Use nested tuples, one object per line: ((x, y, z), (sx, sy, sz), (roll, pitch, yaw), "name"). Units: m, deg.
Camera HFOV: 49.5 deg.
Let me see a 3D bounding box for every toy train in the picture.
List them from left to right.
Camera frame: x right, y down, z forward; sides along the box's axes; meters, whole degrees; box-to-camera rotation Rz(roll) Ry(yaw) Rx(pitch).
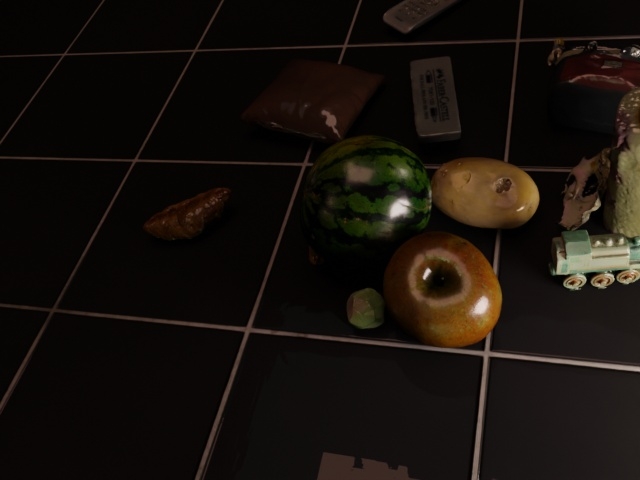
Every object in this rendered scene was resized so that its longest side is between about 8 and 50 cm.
((0.547, 0.033, 1.354), (0.193, 0.125, 0.081), (-6, 53, 11), "toy train")

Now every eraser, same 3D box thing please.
((0.292, -0.366, 1.788), (0.111, 0.077, 0.353), (-7, 49, 10), "eraser")

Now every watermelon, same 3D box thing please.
((0.095, -0.083, 1.464), (0.284, 0.285, 0.285), (-7, 49, 9), "watermelon")

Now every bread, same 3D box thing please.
((-0.313, -0.054, 1.687), (0.232, 0.076, 0.105), (-25, 37, 2), "bread")
((0.651, -0.132, 1.328), (0.187, 0.338, 0.155), (18, 64, 27), "bread")

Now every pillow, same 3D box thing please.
((-0.014, -0.386, 1.869), (0.307, 0.108, 0.305), (17, 52, 23), "pillow")

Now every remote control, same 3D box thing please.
((0.333, -0.704, 2.084), (0.313, 0.055, 0.109), (-35, 57, -21), "remote control")

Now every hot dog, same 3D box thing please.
((0.000, 0.000, 1.580), (0.056, 0.041, 0.133), (-3, 50, 13), "hot dog")

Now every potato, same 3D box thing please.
((0.356, -0.105, 1.513), (0.233, 0.146, 0.151), (15, 100, 11), "potato")

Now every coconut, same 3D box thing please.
((0.094, 0.138, 1.418), (0.083, 0.081, 0.082), (15, 97, 31), "coconut")

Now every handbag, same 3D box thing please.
((0.667, -0.363, 1.621), (0.254, 0.181, 0.182), (12, 57, 20), "handbag")

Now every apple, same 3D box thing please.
((0.237, 0.097, 1.350), (0.236, 0.207, 0.237), (-6, 68, 15), "apple")

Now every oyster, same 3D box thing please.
((0.574, -0.099, 1.488), (0.071, 0.133, 0.209), (29, 46, -10), "oyster")

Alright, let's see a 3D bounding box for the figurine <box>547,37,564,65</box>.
((0.627, -0.500, 1.832), (0.047, 0.051, 0.083), (9, 54, 15), "figurine")
